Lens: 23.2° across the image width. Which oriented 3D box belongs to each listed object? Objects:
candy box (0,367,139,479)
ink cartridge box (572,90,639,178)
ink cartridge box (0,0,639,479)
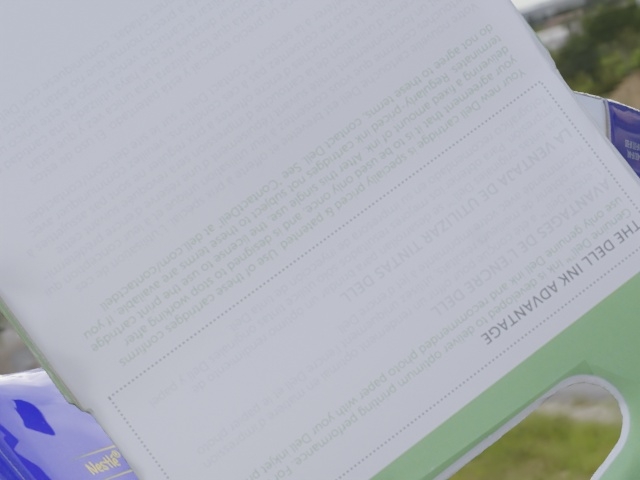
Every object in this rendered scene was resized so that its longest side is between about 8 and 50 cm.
[{"bbox_3d":[-0.033,0.202,0.799,0.122,0.317,0.268,-52,-20,22],"label":"candy box"},{"bbox_3d":[0.147,-0.103,1.245,0.333,0.065,0.165,20,8,22],"label":"ink cartridge box"},{"bbox_3d":[0.000,0.000,0.452,0.171,0.235,0.056,-36,1,-9],"label":"ink cartridge box"}]
